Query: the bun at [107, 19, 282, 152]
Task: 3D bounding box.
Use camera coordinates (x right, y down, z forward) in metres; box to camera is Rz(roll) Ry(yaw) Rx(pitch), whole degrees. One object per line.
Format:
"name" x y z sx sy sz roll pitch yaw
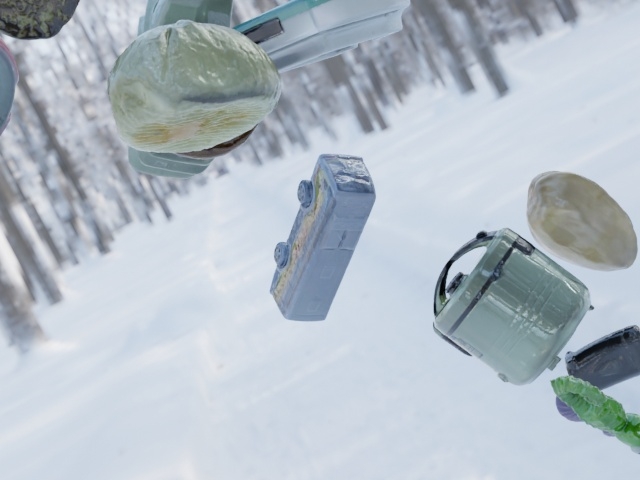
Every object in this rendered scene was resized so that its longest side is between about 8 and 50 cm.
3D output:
"bun" -0.172 -0.218 1.817 0.244 0.153 0.244 -14 -8 -2

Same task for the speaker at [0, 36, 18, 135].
"speaker" -0.708 -0.293 2.502 0.294 0.294 0.294 -27 3 2

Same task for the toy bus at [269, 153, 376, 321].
"toy bus" 0.000 0.000 1.435 0.064 0.075 0.190 4 -51 -25

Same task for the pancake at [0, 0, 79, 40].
"pancake" -0.426 -0.380 1.945 0.020 0.184 0.190 6 31 47

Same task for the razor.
"razor" 0.495 0.207 2.298 0.148 0.090 0.054 -26 14 16

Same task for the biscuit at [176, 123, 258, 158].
"biscuit" -0.176 -0.211 1.971 0.188 0.188 0.027 -28 -9 -9

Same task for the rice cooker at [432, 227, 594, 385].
"rice cooker" 0.310 0.107 2.232 0.226 0.244 0.226 -55 -2 -3

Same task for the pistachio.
"pistachio" 0.466 -0.034 2.397 0.157 0.229 0.157 -52 14 18

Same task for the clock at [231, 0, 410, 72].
"clock" -0.009 -0.347 2.199 0.231 0.116 0.262 -30 10 -40

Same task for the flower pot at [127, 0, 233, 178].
"flower pot" -0.235 -0.302 2.311 0.164 0.367 0.254 6 -15 -19

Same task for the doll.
"doll" 0.344 0.208 1.594 0.115 0.190 0.050 -5 58 60
